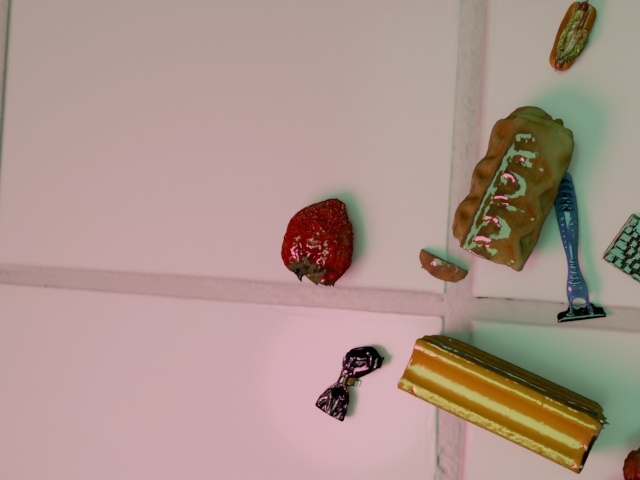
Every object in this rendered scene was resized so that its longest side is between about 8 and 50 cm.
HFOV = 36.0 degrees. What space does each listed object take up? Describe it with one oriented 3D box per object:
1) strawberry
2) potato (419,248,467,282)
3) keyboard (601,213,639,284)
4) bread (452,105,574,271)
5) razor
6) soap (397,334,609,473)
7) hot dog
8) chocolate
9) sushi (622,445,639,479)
[{"bbox_3d":[-0.004,0.003,1.774,0.131,0.131,0.148,-1,58,18],"label":"strawberry"},{"bbox_3d":[0.210,0.049,1.737,0.093,0.036,0.037,27,93,16],"label":"potato"},{"bbox_3d":[0.619,0.078,1.606,0.317,0.027,0.106,36,100,17],"label":"keyboard"},{"bbox_3d":[0.326,-0.094,1.654,0.152,0.130,0.268,25,96,29],"label":"bread"},{"bbox_3d":[0.425,0.010,1.665,0.081,0.042,0.253,-8,85,19],"label":"razor"},{"bbox_3d":[0.301,0.259,1.615,0.324,0.204,0.096,24,95,16],"label":"soap"},{"bbox_3d":[0.428,-0.347,1.674,0.056,0.041,0.133,24,96,18],"label":"hot dog"},{"bbox_3d":[0.054,0.253,1.778,0.072,0.070,0.147,38,90,26],"label":"chocolate"},{"bbox_3d":[0.603,0.360,1.534,0.343,0.196,0.182,-38,59,8],"label":"sushi"}]
